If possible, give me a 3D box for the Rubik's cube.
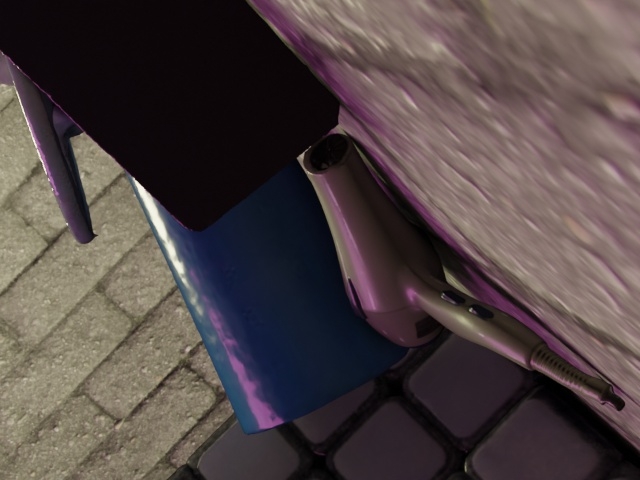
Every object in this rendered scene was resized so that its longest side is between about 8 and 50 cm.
[{"bbox_3d":[0.101,0.279,0.843,0.337,0.344,0.344,43,178,34],"label":"Rubik's cube"}]

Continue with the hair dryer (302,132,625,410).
[{"bbox_3d":[0.064,0.017,0.568,0.167,0.067,0.199,52,164,-28],"label":"hair dryer"}]

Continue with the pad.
[{"bbox_3d":[-0.078,-0.084,0.493,0.157,0.112,0.003,46,-155,-18],"label":"pad"}]

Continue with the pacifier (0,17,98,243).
[{"bbox_3d":[-0.224,-0.122,0.602,0.238,0.226,0.287,87,161,-66],"label":"pacifier"}]

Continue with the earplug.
[{"bbox_3d":[-0.058,-0.015,0.709,0.273,0.132,0.132,62,178,0],"label":"earplug"}]
